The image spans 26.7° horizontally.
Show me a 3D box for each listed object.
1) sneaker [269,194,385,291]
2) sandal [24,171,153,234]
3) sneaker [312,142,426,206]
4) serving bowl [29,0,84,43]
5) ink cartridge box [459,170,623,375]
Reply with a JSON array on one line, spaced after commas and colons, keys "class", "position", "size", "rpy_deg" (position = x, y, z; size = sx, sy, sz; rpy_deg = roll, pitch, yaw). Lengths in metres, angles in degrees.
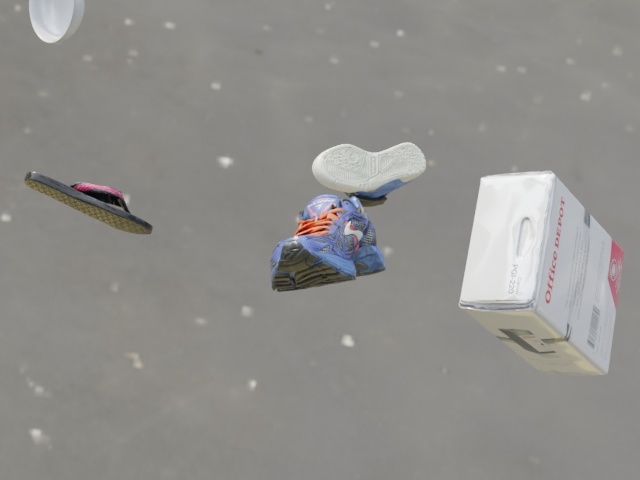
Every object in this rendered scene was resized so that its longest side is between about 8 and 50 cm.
[{"class": "sneaker", "position": [0.000, 0.000, 1.302], "size": [0.083, 0.087, 0.221], "rpy_deg": [-12, -1, 14]}, {"class": "sandal", "position": [-0.298, -0.058, 1.758], "size": [0.179, 0.067, 0.040], "rpy_deg": [25, 71, -1]}, {"class": "sneaker", "position": [0.037, -0.068, 1.485], "size": [0.152, 0.084, 0.058], "rpy_deg": [-13, 74, -41]}, {"class": "serving bowl", "position": [-0.275, -0.250, 1.430], "size": [0.027, 0.083, 0.083], "rpy_deg": [-4, 31, -46]}, {"class": "ink cartridge box", "position": [0.247, 0.041, 1.483], "size": [0.092, 0.159, 0.218], "rpy_deg": [-1, -24, 32]}]
